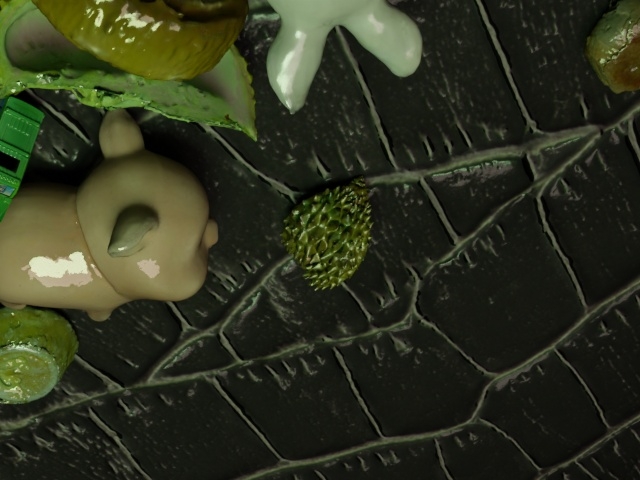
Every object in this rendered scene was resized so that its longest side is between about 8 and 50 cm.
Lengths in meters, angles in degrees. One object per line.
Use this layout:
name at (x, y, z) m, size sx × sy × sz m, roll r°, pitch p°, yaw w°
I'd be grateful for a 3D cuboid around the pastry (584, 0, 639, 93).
pastry at (0.445, -0.275, 1.485) m, size 0.153 × 0.081 × 0.153 m, roll -11°, pitch 131°, yaw -13°

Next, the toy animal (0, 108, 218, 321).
toy animal at (-0.300, -0.010, 1.426) m, size 0.326 × 0.237 × 0.269 m, roll 2°, pitch 142°, yaw -15°

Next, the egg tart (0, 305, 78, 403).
egg tart at (-0.464, 0.179, 1.621) m, size 0.197 × 0.078 × 0.197 m, roll -8°, pitch 130°, yaw -10°

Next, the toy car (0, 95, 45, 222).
toy car at (-0.402, -0.103, 1.337) m, size 0.071 × 0.165 × 0.062 m, roll 27°, pitch 158°, yaw -34°

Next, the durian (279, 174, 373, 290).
durian at (-0.003, -0.001, 1.570) m, size 0.108 × 0.119 × 0.187 m, roll 13°, pitch 127°, yaw -31°

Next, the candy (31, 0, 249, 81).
candy at (-0.200, -0.287, 1.163) m, size 0.260 × 0.260 × 0.118 m, roll 18°, pitch 131°, yaw -30°

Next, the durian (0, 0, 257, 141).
durian at (-0.241, -0.220, 1.267) m, size 0.355 × 0.169 × 0.157 m, roll 3°, pitch 128°, yaw -28°

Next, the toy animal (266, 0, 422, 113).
toy animal at (0.001, -0.332, 1.190) m, size 0.196 × 0.241 × 0.367 m, roll -14°, pitch 133°, yaw -2°
